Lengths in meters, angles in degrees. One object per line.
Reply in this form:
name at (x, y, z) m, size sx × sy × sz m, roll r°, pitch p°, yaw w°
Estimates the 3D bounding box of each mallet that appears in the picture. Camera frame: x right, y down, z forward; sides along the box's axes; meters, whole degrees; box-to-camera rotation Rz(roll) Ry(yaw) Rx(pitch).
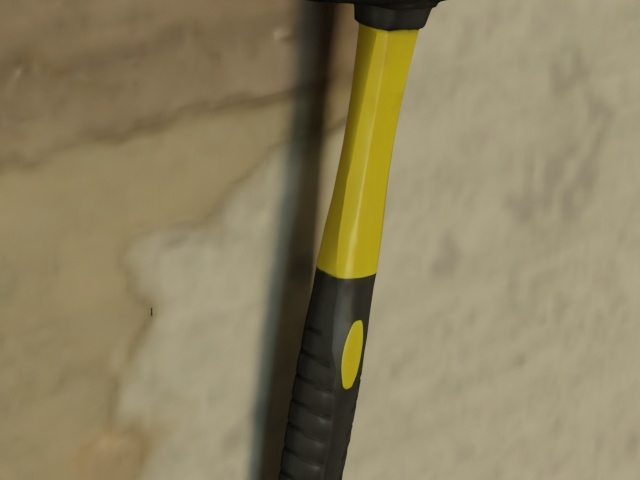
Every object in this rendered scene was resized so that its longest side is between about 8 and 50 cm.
mallet at (0.000, 0.000, 0.402) m, size 0.062 × 0.039 × 0.189 m, roll 0°, pitch 111°, yaw -44°
